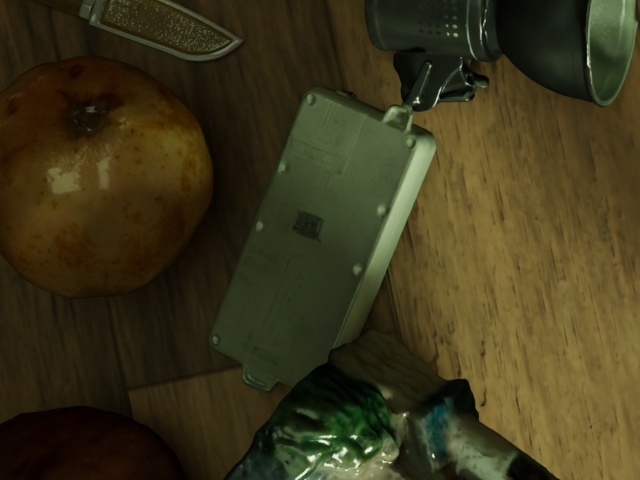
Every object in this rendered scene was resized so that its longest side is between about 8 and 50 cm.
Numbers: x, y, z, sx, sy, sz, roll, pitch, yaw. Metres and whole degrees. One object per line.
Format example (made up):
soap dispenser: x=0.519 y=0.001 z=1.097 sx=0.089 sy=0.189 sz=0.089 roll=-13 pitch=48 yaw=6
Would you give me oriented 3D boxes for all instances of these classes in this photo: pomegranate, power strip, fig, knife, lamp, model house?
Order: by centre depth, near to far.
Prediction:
model house: x=0.054 y=0.266 z=1.327 sx=0.284 sy=0.243 sz=0.298 roll=34 pitch=108 yaw=9
lamp: x=0.127 y=-0.184 z=1.381 sx=0.227 sy=0.147 sz=0.172 roll=8 pitch=114 yaw=24
fig: x=-0.225 y=0.256 z=1.409 sx=0.224 sy=0.263 sz=0.224 roll=15 pitch=134 yaw=16
pomegranate: x=-0.189 y=-0.053 z=1.422 sx=0.207 sy=0.207 sz=0.207 roll=0 pitch=88 yaw=15
power strip: x=0.000 y=0.000 z=1.435 sx=0.118 sy=0.046 sz=0.270 roll=25 pitch=101 yaw=18
knife: x=-0.186 y=-0.208 z=1.513 sx=0.256 sy=0.022 sz=0.046 roll=21 pitch=90 yaw=15
